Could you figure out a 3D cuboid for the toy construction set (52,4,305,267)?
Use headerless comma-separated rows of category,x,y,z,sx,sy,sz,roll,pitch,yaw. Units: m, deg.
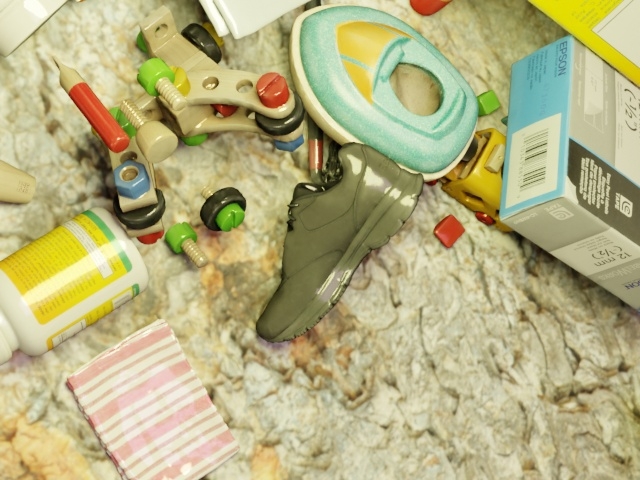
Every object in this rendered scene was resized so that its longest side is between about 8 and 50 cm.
toy construction set,-0.195,-0.158,1.553,0.257,0.309,0.237,-46,63,10

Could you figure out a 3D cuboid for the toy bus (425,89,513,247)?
toy bus,0.214,-0.099,1.790,0.202,0.104,0.191,-15,92,-23

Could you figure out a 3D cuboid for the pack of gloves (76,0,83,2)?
pack of gloves,-0.276,-0.417,1.653,0.195,0.046,0.232,-30,96,-36

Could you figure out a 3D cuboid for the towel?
towel,-0.199,0.211,1.644,0.144,0.029,0.197,-32,99,-20

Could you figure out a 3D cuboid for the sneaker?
sneaker,0.000,0.000,1.662,0.130,0.109,0.286,37,105,-5

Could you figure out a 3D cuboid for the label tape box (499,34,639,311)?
label tape box,0.392,-0.070,1.779,0.347,0.115,0.249,29,54,-30

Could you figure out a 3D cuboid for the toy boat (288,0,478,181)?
toy boat,0.108,-0.245,1.700,0.267,0.148,0.318,33,62,-9

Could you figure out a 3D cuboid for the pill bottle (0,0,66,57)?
pill bottle,-0.410,-0.341,1.526,0.272,0.152,0.152,48,72,-13

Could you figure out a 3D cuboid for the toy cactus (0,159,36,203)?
toy cactus,-0.409,-0.086,1.548,0.180,0.112,0.219,17,72,-30

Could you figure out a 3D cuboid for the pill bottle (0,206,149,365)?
pill bottle,-0.312,0.059,1.560,0.208,0.117,0.117,-33,99,-21

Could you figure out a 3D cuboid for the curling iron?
curling iron,0.002,-0.196,1.750,0.068,0.035,0.274,-3,83,-43

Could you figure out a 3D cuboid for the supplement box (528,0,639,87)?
supplement box,0.366,-0.372,1.731,0.356,0.195,0.194,28,119,-37

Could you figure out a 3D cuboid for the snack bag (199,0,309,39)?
snack bag,-0.077,-0.436,1.642,0.342,0.037,0.323,-35,98,-40
